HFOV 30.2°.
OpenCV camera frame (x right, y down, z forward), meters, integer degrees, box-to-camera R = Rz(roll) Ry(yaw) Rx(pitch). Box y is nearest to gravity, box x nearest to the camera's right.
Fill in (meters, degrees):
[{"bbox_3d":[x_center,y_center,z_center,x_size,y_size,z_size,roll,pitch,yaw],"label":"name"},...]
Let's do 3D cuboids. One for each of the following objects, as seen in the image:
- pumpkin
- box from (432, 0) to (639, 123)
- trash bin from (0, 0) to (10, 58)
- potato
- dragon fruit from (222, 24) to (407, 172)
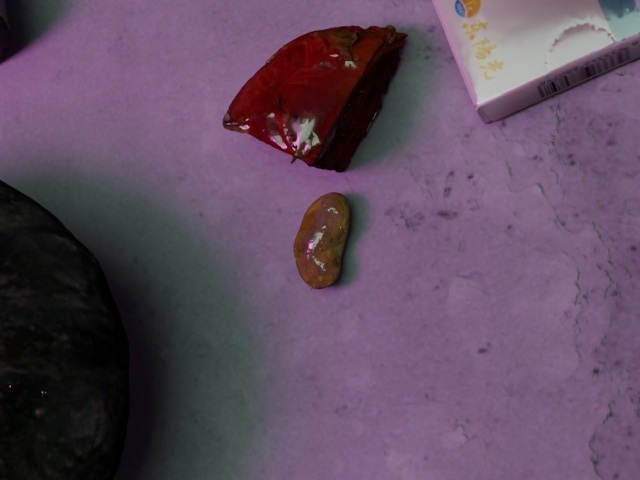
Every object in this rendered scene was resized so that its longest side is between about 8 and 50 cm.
[{"bbox_3d":[-0.387,0.136,1.006,0.454,0.344,0.454,-5,68,12],"label":"pumpkin"},{"bbox_3d":[0.172,-0.300,1.064,0.200,0.065,0.343,-23,74,13],"label":"box"},{"bbox_3d":[-0.439,-0.310,1.181,0.277,0.217,0.262,-9,76,-18],"label":"trash bin"},{"bbox_3d":[0.000,0.000,1.078,0.046,0.045,0.092,12,86,-17],"label":"potato"},{"bbox_3d":[-0.007,-0.148,1.068,0.120,0.127,0.161,30,91,12],"label":"dragon fruit"}]
